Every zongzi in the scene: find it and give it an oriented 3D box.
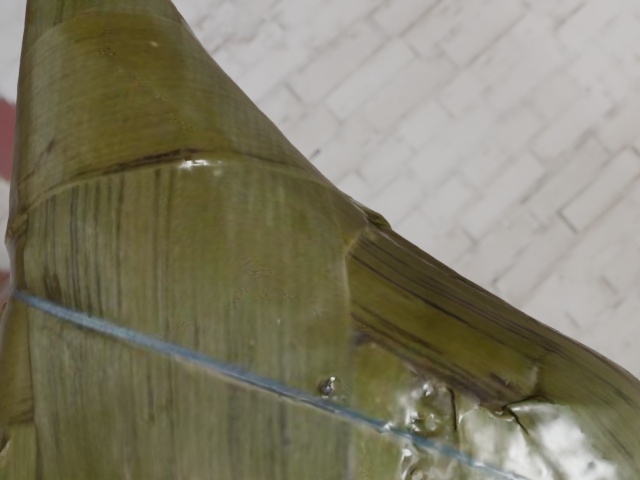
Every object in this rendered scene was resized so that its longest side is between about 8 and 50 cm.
[{"bbox_3d":[0.000,0.000,0.740,0.323,0.360,0.160,1,177,15],"label":"zongzi"}]
